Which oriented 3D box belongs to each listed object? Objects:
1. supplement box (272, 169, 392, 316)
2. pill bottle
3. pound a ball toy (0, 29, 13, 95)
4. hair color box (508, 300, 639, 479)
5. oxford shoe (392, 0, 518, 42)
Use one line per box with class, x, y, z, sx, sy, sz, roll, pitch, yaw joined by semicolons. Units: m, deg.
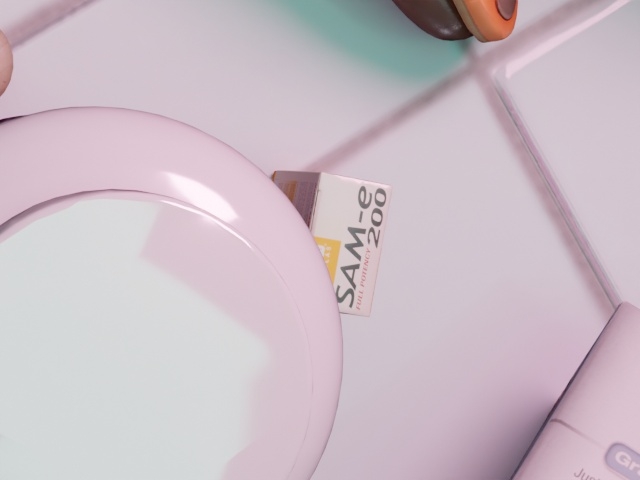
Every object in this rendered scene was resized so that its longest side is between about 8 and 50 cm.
supplement box;0.000;0.000;0.886;0.036;0.098;0.062;10;91;-14
pill bottle;-0.097;0.038;0.750;0.181;0.323;0.182;-1;93;-13
pound a ball toy;-0.307;-0.105;0.790;0.319;0.136;0.208;-22;97;-11
hair color box;0.114;0.227;0.817;0.185;0.114;0.374;32;59;9
oxford shoe;-0.036;-0.227;0.875;0.132;0.130;0.364;-27;112;28
